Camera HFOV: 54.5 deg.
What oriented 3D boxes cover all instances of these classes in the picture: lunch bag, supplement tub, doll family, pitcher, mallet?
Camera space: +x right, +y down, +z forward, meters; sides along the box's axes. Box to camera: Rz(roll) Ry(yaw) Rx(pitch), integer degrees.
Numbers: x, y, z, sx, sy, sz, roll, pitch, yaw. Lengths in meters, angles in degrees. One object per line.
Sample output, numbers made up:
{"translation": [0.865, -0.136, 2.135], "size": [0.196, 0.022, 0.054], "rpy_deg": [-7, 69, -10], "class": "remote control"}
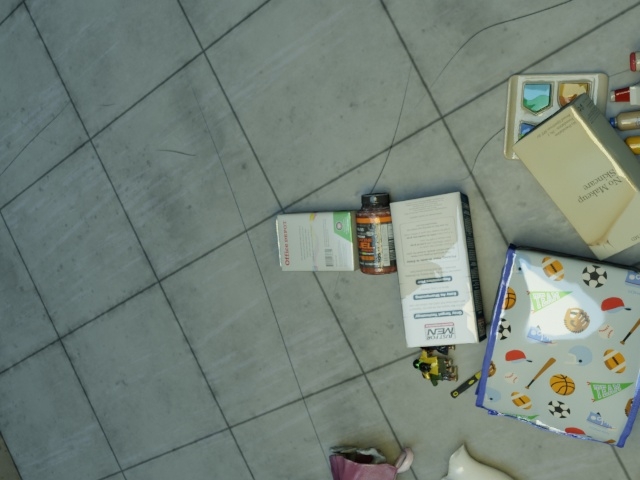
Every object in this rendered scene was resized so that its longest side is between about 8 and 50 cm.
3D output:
{"translation": [0.528, 0.224, 1.349], "size": [0.328, 0.239, 0.385], "rpy_deg": [11, 96, 19], "class": "lunch bag"}
{"translation": [0.143, -0.018, 1.554], "size": [0.106, 0.106, 0.198], "rpy_deg": [-2, 97, 25], "class": "supplement tub"}
{"translation": [0.277, 0.280, 1.564], "size": [0.111, 0.076, 0.193], "rpy_deg": [-3, 92, 29], "class": "doll family"}
{"translation": [0.401, 0.633, 1.548], "size": [0.207, 0.125, 0.178], "rpy_deg": [36, 132, 26], "class": "pitcher"}
{"translation": [0.388, 0.327, 1.540], "size": [0.189, 0.039, 0.062], "rpy_deg": [-39, 81, 29], "class": "mallet"}

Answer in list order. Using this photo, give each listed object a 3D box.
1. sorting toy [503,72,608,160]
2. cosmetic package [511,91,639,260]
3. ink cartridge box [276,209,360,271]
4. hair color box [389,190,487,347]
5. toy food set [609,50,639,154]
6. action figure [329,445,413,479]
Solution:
{"translation": [0.518, -0.272, 1.378], "size": [0.208, 0.038, 0.193], "rpy_deg": [6, 101, 23], "class": "sorting toy"}
{"translation": [0.567, -0.132, 1.296], "size": [0.309, 0.113, 0.160], "rpy_deg": [52, 134, 2], "class": "cosmetic package"}
{"translation": [0.000, 0.000, 1.628], "size": [0.212, 0.093, 0.154], "rpy_deg": [-2, 97, 23], "class": "ink cartridge box"}
{"translation": [0.278, 0.071, 1.472], "size": [0.174, 0.105, 0.347], "rpy_deg": [-8, 84, 24], "class": "hair color box"}
{"translation": [0.641, -0.293, 1.269], "size": [0.104, 0.111, 0.232], "rpy_deg": [-3, 129, 25], "class": "toy food set"}
{"translation": [0.112, 0.733, 1.630], "size": [0.275, 0.248, 0.370], "rpy_deg": [-4, 76, 0], "class": "action figure"}
